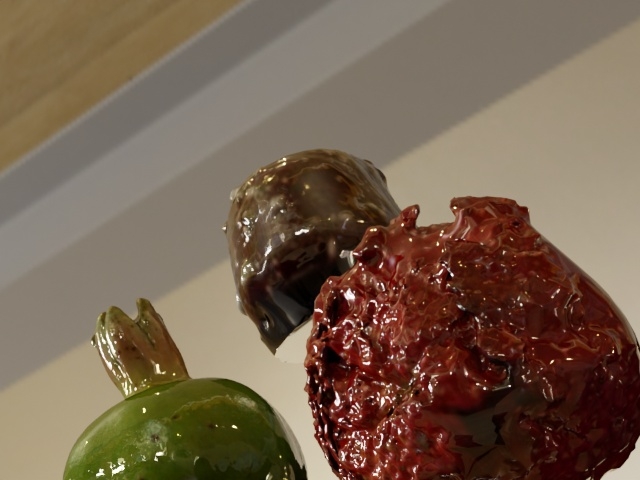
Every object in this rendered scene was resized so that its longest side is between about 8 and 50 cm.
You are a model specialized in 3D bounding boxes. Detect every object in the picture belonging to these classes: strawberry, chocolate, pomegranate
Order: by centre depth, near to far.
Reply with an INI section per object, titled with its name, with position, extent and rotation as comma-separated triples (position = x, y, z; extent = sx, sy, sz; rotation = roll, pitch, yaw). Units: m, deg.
[strawberry]
position = 0.104, 0.107, 1.173
extent = 0.274, 0.220, 0.274
rotation = 7, -70, 19
[pomegranate]
position = -0.137, 0.195, 1.532
extent = 0.236, 0.302, 0.236
rotation = -14, -21, -6
[chocolate]
position = 0.000, 0.000, 1.868
extent = 0.225, 0.210, 0.340
rotation = -32, -13, 11
